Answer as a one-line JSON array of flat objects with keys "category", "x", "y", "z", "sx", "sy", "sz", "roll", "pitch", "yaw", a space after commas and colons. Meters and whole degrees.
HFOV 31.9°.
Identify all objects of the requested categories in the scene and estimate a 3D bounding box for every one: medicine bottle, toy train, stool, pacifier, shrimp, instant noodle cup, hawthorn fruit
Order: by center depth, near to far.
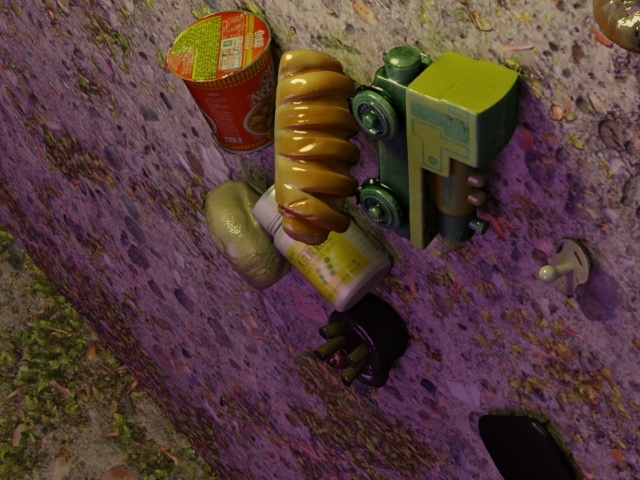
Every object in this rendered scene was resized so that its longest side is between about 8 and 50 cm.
[{"category": "shrimp", "x": 0.409, "y": -0.274, "z": 1.306, "sx": 0.223, "sy": 0.047, "sz": 0.126, "roll": 19, "pitch": 128, "yaw": 47}, {"category": "pacifier", "x": 0.364, "y": 0.042, "z": 1.700, "sx": 0.081, "sy": 0.078, "sz": 0.099, "roll": 65, "pitch": 158, "yaw": 21}, {"category": "toy train", "x": 0.176, "y": -0.125, "z": 1.720, "sx": 0.237, "sy": 0.150, "sz": 0.369, "roll": 27, "pitch": 145, "yaw": 28}, {"category": "instant noodle cup", "x": -0.155, "y": -0.270, "z": 2.003, "sx": 0.193, "sy": 0.193, "sz": 0.212, "roll": 30, "pitch": 153, "yaw": 35}, {"category": "medicine bottle", "x": 0.000, "y": 0.000, "z": 2.111, "sx": 0.258, "sy": 0.143, "sz": 0.143, "roll": 46, "pitch": 151, "yaw": 12}, {"category": "stool", "x": 0.085, "y": 0.220, "z": 2.245, "sx": 0.153, "sy": 0.139, "sz": 0.228, "roll": 8, "pitch": 127, "yaw": 54}, {"category": "hawthorn fruit", "x": 0.046, "y": 0.235, "z": 2.364, "sx": 0.081, "sy": 0.093, "sz": 0.081, "roll": 35, "pitch": 146, "yaw": 28}]

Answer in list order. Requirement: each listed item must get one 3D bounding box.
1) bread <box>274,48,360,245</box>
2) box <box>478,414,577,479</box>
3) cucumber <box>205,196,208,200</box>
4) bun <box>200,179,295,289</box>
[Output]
[{"category": "bread", "x": 0.000, "y": -0.148, "z": 1.827, "sx": 0.121, "sy": 0.173, "sz": 0.311, "roll": -2, "pitch": 87, "yaw": 20}, {"category": "box", "x": 0.396, "y": 0.412, "z": 2.114, "sx": 0.201, "sy": 0.042, "sz": 0.212, "roll": -7, "pitch": 118, "yaw": 58}, {"category": "cucumber", "x": -0.202, "y": -0.053, "z": 2.421, "sx": 0.115, "sy": 0.062, "sz": 0.116, "roll": 58, "pitch": 176, "yaw": -11}, {"category": "bun", "x": -0.134, "y": -0.014, "z": 2.262, "sx": 0.239, "sy": 0.141, "sz": 0.239, "roll": 54, "pitch": -169, "yaw": -16}]
